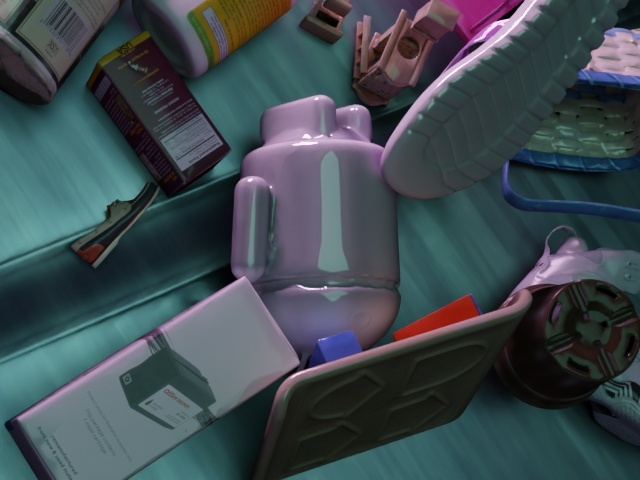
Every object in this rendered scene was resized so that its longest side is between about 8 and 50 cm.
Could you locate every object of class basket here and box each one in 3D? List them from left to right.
[{"bbox_3d":[0.372,-0.152,1.768,0.255,0.201,0.289,8,52,-6],"label":"basket"}]

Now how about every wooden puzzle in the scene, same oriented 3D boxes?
[{"bbox_3d":[0.067,0.179,1.593,0.348,0.322,0.080,-20,65,-21],"label":"wooden puzzle"}]

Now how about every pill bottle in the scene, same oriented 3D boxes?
[{"bbox_3d":[-0.113,-0.333,1.700,0.246,0.136,0.136,-39,94,-19],"label":"pill bottle"}]

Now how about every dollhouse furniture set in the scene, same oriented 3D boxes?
[{"bbox_3d":[0.064,-0.270,1.721,0.161,0.182,0.101,26,74,-12],"label":"dollhouse furniture set"}]

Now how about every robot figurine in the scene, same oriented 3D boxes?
[{"bbox_3d":[0.000,0.000,1.648,0.300,0.200,0.353,8,76,-45],"label":"robot figurine"}]

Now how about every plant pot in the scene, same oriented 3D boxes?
[{"bbox_3d":[0.314,0.123,1.622,0.167,0.165,0.167,2,79,-9],"label":"plant pot"}]

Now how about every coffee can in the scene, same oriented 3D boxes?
[{"bbox_3d":[-0.337,-0.336,1.597,0.201,0.201,0.275,36,73,-9],"label":"coffee can"}]

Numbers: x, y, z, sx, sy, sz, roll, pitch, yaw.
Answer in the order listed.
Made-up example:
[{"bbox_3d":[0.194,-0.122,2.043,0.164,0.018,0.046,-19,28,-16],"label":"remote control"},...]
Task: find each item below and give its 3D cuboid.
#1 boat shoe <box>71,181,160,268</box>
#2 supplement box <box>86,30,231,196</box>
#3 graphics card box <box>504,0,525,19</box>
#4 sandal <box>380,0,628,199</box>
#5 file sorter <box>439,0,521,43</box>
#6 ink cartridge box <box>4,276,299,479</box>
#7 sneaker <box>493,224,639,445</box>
[{"bbox_3d":[-0.259,-0.027,1.654,0.043,0.049,0.137,41,77,-5],"label":"boat shoe"},{"bbox_3d":[-0.208,-0.159,1.660,0.081,0.104,0.188,-37,93,-20],"label":"supplement box"},{"bbox_3d":[0.350,-0.492,1.893,0.233,0.094,0.371,34,73,-9],"label":"graphics card box"},{"bbox_3d":[0.229,-0.214,1.636,0.416,0.102,0.169,-44,130,-4],"label":"sandal"},{"bbox_3d":[0.267,-0.444,1.718,0.291,0.182,0.202,-39,94,-16],"label":"file sorter"},{"bbox_3d":[-0.204,0.184,1.541,0.307,0.223,0.129,-32,90,-19],"label":"ink cartridge box"},{"bbox_3d":[0.419,0.140,1.786,0.366,0.137,0.210,33,76,-6],"label":"sneaker"}]
